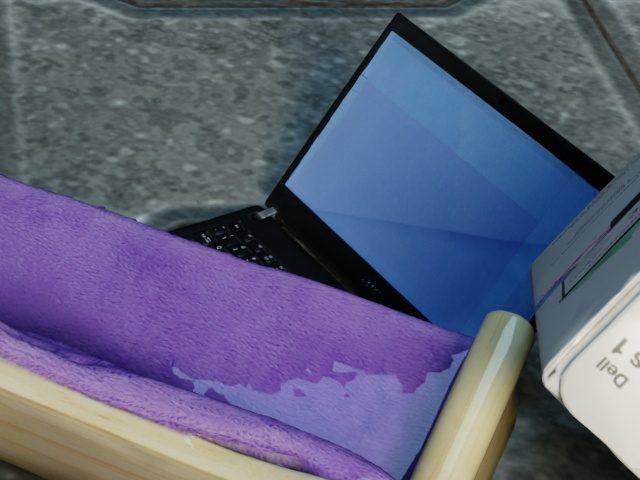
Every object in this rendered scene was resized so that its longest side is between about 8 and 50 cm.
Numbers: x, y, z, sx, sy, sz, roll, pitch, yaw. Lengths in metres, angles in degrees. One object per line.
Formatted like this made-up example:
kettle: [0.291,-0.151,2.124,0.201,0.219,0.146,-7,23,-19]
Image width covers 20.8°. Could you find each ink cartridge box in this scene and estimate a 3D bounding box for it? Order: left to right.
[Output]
ink cartridge box: [0.209,0.065,0.823,0.201,0.117,0.278,43,10,-1]

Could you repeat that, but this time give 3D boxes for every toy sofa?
toy sofa: [-0.087,0.053,0.870,0.362,0.177,0.150,19,62,18]

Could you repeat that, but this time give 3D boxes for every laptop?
laptop: [0.000,0.000,1.028,0.264,0.136,0.234,-17,41,-30]
